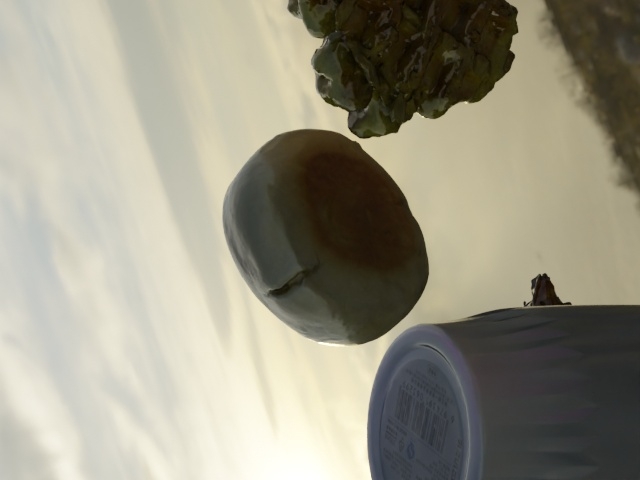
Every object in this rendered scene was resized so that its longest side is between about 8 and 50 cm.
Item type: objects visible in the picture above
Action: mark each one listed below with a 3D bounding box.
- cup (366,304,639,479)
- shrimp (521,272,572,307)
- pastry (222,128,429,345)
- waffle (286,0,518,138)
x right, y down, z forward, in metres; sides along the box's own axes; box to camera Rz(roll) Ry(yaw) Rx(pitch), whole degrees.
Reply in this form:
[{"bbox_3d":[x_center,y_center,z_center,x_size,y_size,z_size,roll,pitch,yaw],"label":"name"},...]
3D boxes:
[{"bbox_3d":[0.248,0.182,1.220,0.253,0.371,0.253,-177,90,-65],"label":"cup"},{"bbox_3d":[0.286,0.146,1.701,0.154,0.062,0.294,43,149,40],"label":"shrimp"},{"bbox_3d":[0.000,0.000,0.900,0.156,0.092,0.156,29,-140,-27],"label":"pastry"},{"bbox_3d":[0.069,-0.198,0.790,0.051,0.291,0.291,18,140,40],"label":"waffle"}]
